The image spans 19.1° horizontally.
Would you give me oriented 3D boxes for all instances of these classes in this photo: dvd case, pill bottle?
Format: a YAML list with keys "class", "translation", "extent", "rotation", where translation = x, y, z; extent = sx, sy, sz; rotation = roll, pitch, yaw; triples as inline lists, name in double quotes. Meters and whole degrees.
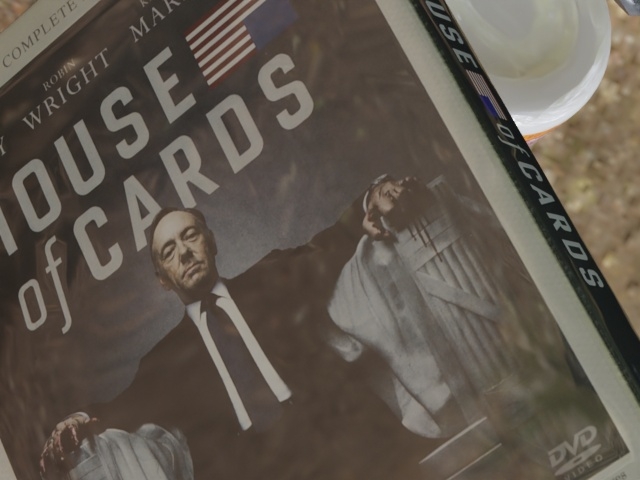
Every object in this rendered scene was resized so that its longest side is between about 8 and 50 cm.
- class: "dvd case"
  translation: [-0.019, 0.022, 0.508]
  extent: [0.179, 0.239, 0.029]
  rotation: [-37, 155, 22]
- class: "pill bottle"
  translation: [0.058, -0.084, 1.039]
  extent: [0.121, 0.121, 0.221]
  rotation: [-36, 178, -25]

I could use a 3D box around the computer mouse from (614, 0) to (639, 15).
- class: "computer mouse"
  translation: [0.267, -0.347, 1.952]
  extent: [0.072, 0.272, 0.188]
  rotation: [-39, 157, 8]
